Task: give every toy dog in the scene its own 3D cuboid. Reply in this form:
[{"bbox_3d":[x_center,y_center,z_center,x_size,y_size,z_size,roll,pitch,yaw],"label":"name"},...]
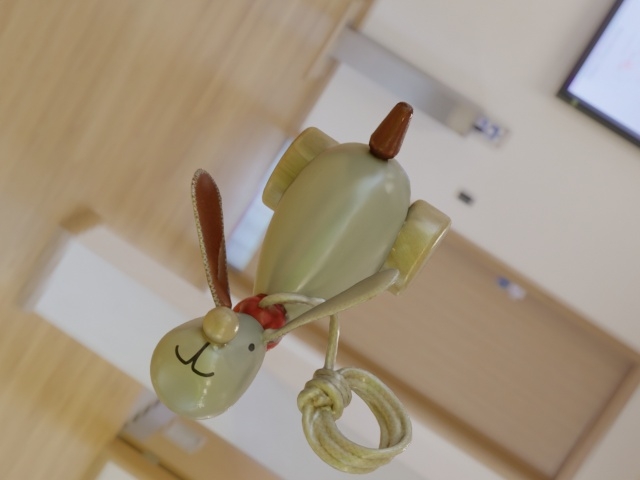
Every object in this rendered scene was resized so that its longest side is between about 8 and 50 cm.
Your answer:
[{"bbox_3d":[0.000,0.000,1.155,0.333,0.220,0.161,-78,-172,-50],"label":"toy dog"}]
